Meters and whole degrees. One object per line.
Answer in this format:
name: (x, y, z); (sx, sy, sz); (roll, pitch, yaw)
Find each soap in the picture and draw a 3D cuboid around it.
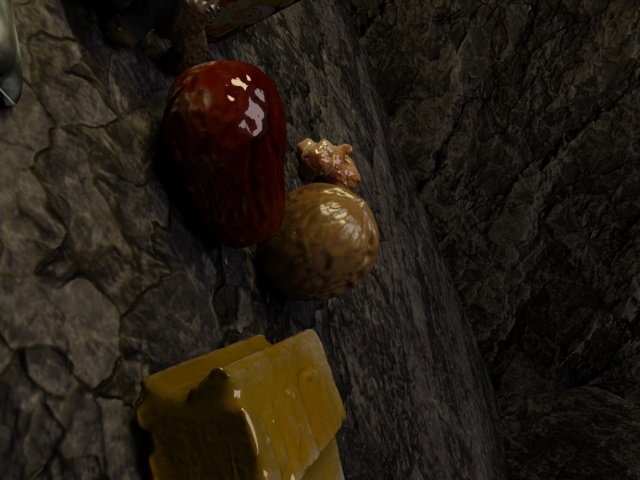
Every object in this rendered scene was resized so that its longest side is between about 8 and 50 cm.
soap: (-0.070, 0.251, 0.636); (0.281, 0.143, 0.259); (-3, 78, -74)

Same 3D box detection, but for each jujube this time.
jujube: (-0.123, -0.121, 0.749); (0.190, 0.190, 0.255); (-49, 126, -66)

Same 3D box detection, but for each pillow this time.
pillow: (-0.314, -0.202, 0.494); (0.091, 0.055, 0.135); (23, 54, -66)

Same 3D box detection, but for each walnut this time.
walnut: (0.000, 0.000, 0.898); (0.213, 0.213, 0.213); (50, 30, -44)

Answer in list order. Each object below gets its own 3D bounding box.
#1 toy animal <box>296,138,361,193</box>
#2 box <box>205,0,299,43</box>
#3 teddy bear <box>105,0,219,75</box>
toy animal: (0.025, -0.149, 1.229); (0.185, 0.104, 0.184); (4, 68, -71)
box: (-0.157, -0.455, 0.893); (0.177, 0.195, 0.148); (-14, 87, -70)
teddy bear: (-0.203, -0.335, 0.712); (0.251, 0.129, 0.182); (18, 85, -65)
